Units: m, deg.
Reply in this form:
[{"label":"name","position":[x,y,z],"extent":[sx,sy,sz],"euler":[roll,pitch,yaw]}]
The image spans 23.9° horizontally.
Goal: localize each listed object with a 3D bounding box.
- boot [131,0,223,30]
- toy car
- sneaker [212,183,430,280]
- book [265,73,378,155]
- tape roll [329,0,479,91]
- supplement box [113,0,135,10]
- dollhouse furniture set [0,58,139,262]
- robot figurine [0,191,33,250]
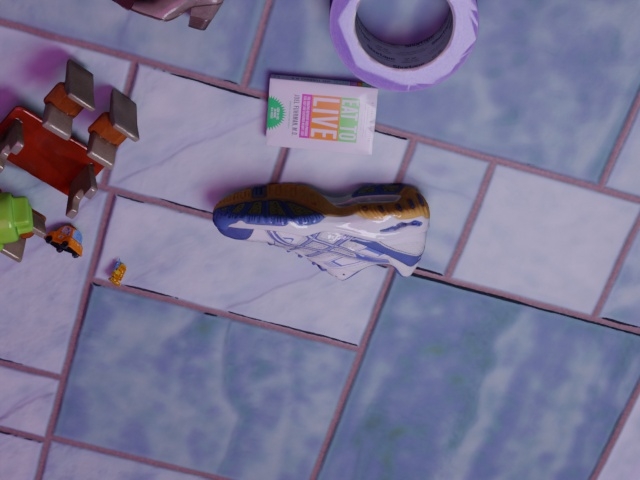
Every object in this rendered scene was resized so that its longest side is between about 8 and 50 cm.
[{"label":"boot","position":[-0.180,-0.321,1.935],"extent":[0.118,0.042,0.087],"euler":[13,114,-7]},{"label":"toy car","position":[-0.331,0.016,2.147],"extent":[0.122,0.060,0.040],"euler":[38,71,-37]},{"label":"sneaker","position":[0.000,0.000,2.074],"extent":[0.296,0.112,0.131],"euler":[2,121,1]},{"label":"book","position":[0.002,-0.169,2.023],"extent":[0.144,0.035,0.096],"euler":[5,117,0]},{"label":"tape roll","position":[0.105,-0.289,1.919],"extent":[0.189,0.080,0.189],"euler":[1,120,2]},{"label":"supplement box","position":[-0.228,-0.418,1.855],"extent":[0.130,0.073,0.239],"euler":[30,116,-14]},{"label":"dollhouse furniture set","position":[-0.408,-0.143,2.015],"extent":[0.259,0.135,0.262],"euler":[33,117,-29]},{"label":"robot figurine","position":[-0.434,-0.026,1.971],"extent":[0.115,0.067,0.101],"euler":[-8,160,-4]}]
